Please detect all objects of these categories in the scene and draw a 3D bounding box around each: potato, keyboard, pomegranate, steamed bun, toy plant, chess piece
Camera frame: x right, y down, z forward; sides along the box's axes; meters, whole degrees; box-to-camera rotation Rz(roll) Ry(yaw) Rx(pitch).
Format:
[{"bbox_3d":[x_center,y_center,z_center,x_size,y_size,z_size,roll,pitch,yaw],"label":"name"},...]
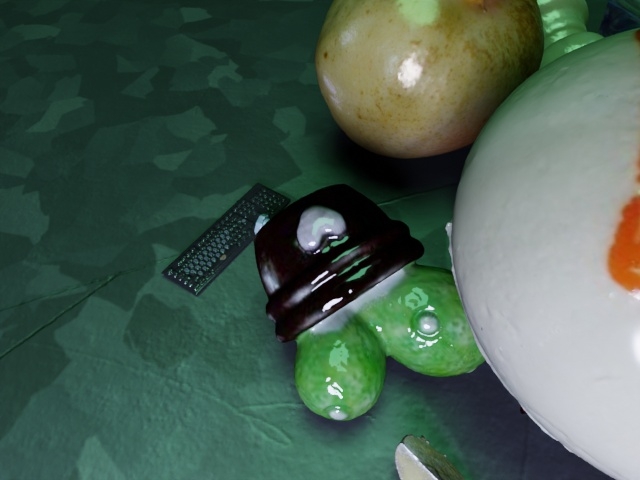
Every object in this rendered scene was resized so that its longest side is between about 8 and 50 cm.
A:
[{"bbox_3d":[0.103,0.219,0.465,0.093,0.036,0.037,44,25,13],"label":"potato"},{"bbox_3d":[-0.123,-0.009,0.688,0.064,0.010,0.198,27,55,21],"label":"keyboard"},{"bbox_3d":[0.148,-0.260,0.696,0.319,0.319,0.319,-1,49,2],"label":"pomegranate"},{"bbox_3d":[0.293,-0.003,0.369,0.375,0.241,0.374,5,65,-11],"label":"steamed bun"},{"bbox_3d":[0.048,0.062,0.527,0.218,0.175,0.235,-30,81,-13],"label":"toy plant"},{"bbox_3d":[0.386,-0.282,0.816,0.167,0.167,0.299,-8,54,-4],"label":"chess piece"}]

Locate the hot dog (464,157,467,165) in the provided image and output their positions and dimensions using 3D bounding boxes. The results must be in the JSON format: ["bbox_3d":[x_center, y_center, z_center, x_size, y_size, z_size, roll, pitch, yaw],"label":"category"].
[{"bbox_3d":[0.308,-0.073,0.639,0.196,0.122,0.272,-26,49,-16],"label":"hot dog"}]

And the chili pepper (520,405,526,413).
[{"bbox_3d":[0.313,0.120,0.495,0.253,0.136,0.144,10,23,2],"label":"chili pepper"}]

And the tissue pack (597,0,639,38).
[{"bbox_3d":[0.645,-0.353,0.862,0.198,0.146,0.263,-14,50,-7],"label":"tissue pack"}]

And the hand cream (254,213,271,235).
[{"bbox_3d":[0.000,0.000,0.652,0.171,0.043,0.065,14,51,12],"label":"hand cream"}]
